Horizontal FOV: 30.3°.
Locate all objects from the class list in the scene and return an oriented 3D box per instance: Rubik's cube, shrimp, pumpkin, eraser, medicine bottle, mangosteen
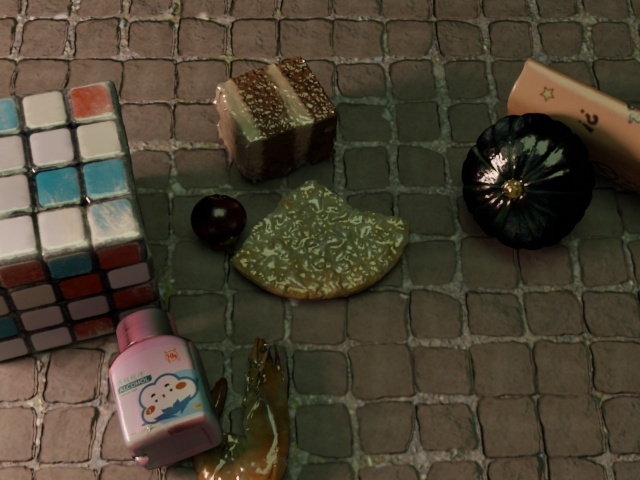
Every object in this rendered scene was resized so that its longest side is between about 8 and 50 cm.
[{"bbox_3d":[-0.362,-0.023,1.553,0.256,0.253,0.259,-13,60,-10],"label":"Rubik's cube"},{"bbox_3d":[-0.103,0.232,1.545,0.132,0.053,0.236,-8,61,17],"label":"shrimp"},{"bbox_3d":[0.295,-0.084,1.674,0.150,0.194,0.194,-25,62,-39],"label":"pumpkin"},{"bbox_3d":[0.418,-0.152,1.729,0.290,0.171,0.087,29,80,14],"label":"eraser"},{"bbox_3d":[-0.207,0.186,1.522,0.119,0.094,0.188,-20,56,-2],"label":"medicine bottle"},{"bbox_3d":[-0.145,-0.027,1.671,0.080,0.081,0.081,1,59,-2],"label":"mangosteen"}]

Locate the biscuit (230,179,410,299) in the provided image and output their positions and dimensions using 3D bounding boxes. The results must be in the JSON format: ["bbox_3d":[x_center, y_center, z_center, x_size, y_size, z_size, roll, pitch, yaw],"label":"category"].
[{"bbox_3d":[0.000,0.000,1.684,0.265,0.040,0.188,-7,60,-9],"label":"biscuit"}]

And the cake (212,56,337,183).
[{"bbox_3d":[-0.067,-0.172,1.725,0.147,0.135,0.135,-26,67,-18],"label":"cake"}]
